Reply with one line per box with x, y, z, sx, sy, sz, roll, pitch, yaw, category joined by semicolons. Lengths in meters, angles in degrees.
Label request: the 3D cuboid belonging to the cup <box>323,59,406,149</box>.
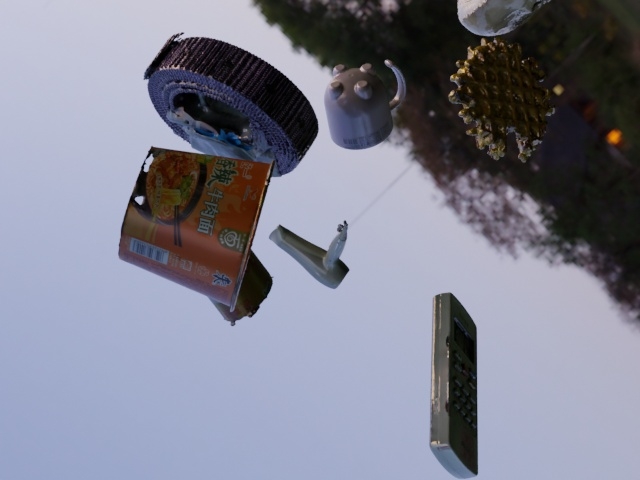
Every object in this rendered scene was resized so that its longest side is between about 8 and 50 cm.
0.093;-0.285;2.169;0.134;0.173;0.142;-96;-6;-46;cup

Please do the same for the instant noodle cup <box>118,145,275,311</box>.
-0.181;-0.029;1.540;0.182;0.230;0.230;15;-158;-3;instant noodle cup

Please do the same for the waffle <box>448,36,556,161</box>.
0.341;-0.264;1.968;0.228;0.051;0.232;44;-120;-16;waffle

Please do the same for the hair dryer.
0.000;0.000;2.478;0.206;0.237;0.075;36;-124;-3;hair dryer

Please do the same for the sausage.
-0.207;-0.008;1.910;0.317;0.117;0.125;57;-146;-21;sausage

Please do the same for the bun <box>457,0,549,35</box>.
0.374;-0.503;1.993;0.146;0.287;0.287;28;-157;-16;bun

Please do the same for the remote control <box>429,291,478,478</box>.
0.255;0.274;2.012;0.145;0.050;0.344;49;-145;-43;remote control

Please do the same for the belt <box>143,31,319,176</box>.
-0.159;-0.239;1.923;0.324;0.122;0.260;24;151;13;belt
